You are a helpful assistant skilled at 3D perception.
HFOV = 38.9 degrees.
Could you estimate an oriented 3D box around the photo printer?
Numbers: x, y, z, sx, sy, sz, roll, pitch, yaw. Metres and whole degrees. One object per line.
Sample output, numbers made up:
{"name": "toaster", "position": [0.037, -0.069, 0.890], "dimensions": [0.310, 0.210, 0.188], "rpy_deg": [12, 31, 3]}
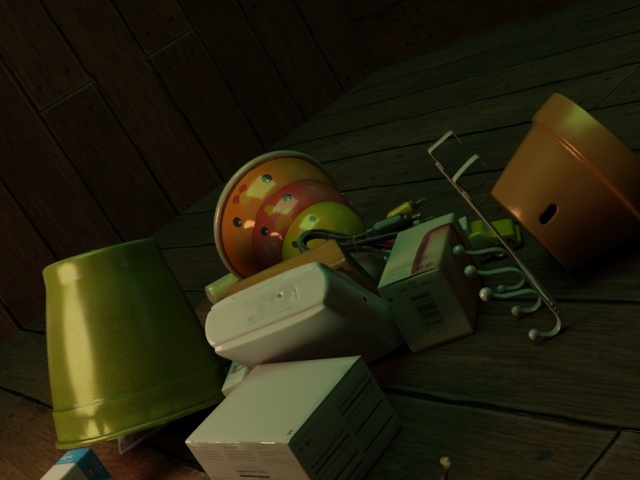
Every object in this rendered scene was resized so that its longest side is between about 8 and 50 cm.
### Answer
{"name": "photo printer", "position": [-0.014, 0.162, 1.621], "dimensions": [0.256, 0.307, 0.107], "rpy_deg": [-23, 59, 24]}

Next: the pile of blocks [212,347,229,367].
{"name": "pile of blocks", "position": [-0.352, 0.265, 2.159], "dimensions": [0.149, 0.113, 0.362], "rpy_deg": [-37, 17, -22]}

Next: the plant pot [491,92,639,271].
{"name": "plant pot", "position": [0.439, -0.083, 1.581], "dimensions": [0.203, 0.291, 0.291], "rpy_deg": [-46, 15, 9]}

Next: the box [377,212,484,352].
{"name": "box", "position": [0.211, 0.074, 1.684], "dimensions": [0.127, 0.149, 0.232], "rpy_deg": [-22, 19, 24]}

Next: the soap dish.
{"name": "soap dish", "position": [-0.024, 0.127, 1.787], "dimensions": [0.291, 0.229, 0.118], "rpy_deg": [-24, 50, 20]}

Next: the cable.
{"name": "cable", "position": [0.101, 0.009, 1.869], "dimensions": [0.287, 0.139, 0.072], "rpy_deg": [-18, -26, 9]}

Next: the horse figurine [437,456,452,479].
{"name": "horse figurine", "position": [0.101, 0.369, 1.162], "dimensions": [0.263, 0.066, 0.174], "rpy_deg": [-28, 11, 17]}

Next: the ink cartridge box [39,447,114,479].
{"name": "ink cartridge box", "position": [-0.458, 0.490, 1.633], "dimensions": [0.082, 0.140, 0.191], "rpy_deg": [-15, 23, 41]}

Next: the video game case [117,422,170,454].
{"name": "video game case", "position": [-0.383, 0.411, 1.964], "dimensions": [0.122, 0.011, 0.087], "rpy_deg": [-33, 17, -8]}

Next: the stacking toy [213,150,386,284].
{"name": "stacking toy", "position": [0.000, 0.000, 2.068], "dimensions": [0.350, 0.350, 0.480], "rpy_deg": [-36, 30, -18]}

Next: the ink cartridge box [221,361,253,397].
{"name": "ink cartridge box", "position": [-0.138, 0.285, 1.772], "dimensions": [0.052, 0.088, 0.122], "rpy_deg": [-28, 16, 17]}

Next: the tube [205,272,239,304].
{"name": "tube", "position": [-0.202, 0.097, 2.503], "dimensions": [0.240, 0.070, 0.062], "rpy_deg": [-32, -27, -22]}

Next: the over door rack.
{"name": "over door rack", "position": [0.268, -0.005, 1.504], "dimensions": [0.108, 0.324, 0.239], "rpy_deg": [-29, 17, 5]}

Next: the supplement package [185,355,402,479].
{"name": "supplement package", "position": [-0.044, 0.307, 1.450], "dimensions": [0.262, 0.145, 0.204], "rpy_deg": [-12, 25, 46]}

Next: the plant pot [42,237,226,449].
{"name": "plant pot", "position": [-0.400, 0.191, 1.838], "dimensions": [0.366, 0.353, 0.366], "rpy_deg": [-16, -2, -1]}

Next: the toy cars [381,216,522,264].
{"name": "toy cars", "position": [0.250, 0.003, 1.930], "dimensions": [0.176, 0.087, 0.393], "rpy_deg": [-40, 19, -29]}

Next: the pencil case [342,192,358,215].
{"name": "pencil case", "position": [0.010, -0.036, 2.455], "dimensions": [0.206, 0.088, 0.086], "rpy_deg": [-39, 4, -30]}
